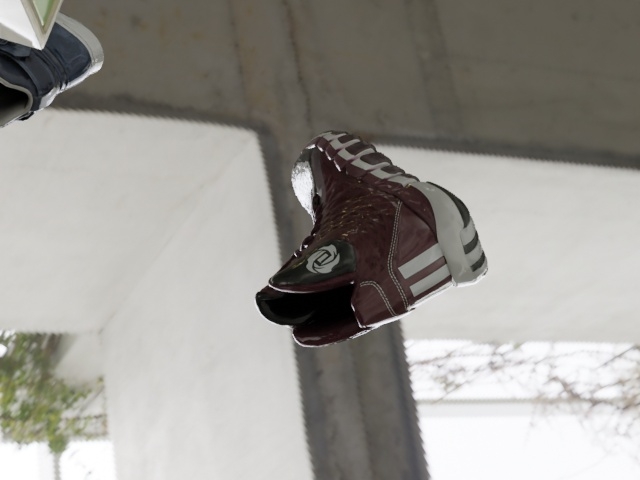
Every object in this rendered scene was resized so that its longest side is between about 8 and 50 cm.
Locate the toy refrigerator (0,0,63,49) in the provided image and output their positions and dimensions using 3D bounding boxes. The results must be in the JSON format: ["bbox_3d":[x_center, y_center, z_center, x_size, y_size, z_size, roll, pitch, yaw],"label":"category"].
[{"bbox_3d":[-0.258,-0.259,0.969,0.094,0.269,0.102,17,-107,4],"label":"toy refrigerator"}]

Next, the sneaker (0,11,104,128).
[{"bbox_3d":[-0.359,-0.200,1.270,0.226,0.086,0.163,25,-137,11],"label":"sneaker"}]

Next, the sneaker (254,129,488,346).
[{"bbox_3d":[0.000,0.000,1.025,0.162,0.281,0.106,-33,-65,-15],"label":"sneaker"}]
